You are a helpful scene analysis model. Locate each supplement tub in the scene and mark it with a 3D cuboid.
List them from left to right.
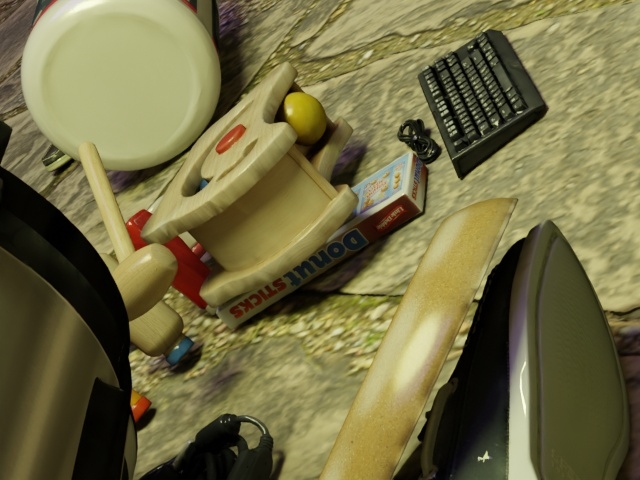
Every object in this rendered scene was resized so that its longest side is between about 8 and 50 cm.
[{"bbox_3d":[-0.197,-0.203,1.728,0.191,0.191,0.272,-37,22,13],"label":"supplement tub"}]

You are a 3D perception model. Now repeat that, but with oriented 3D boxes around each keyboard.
[{"bbox_3d":[0.102,-0.100,1.264,0.108,0.023,0.180,-38,21,12],"label":"keyboard"}]

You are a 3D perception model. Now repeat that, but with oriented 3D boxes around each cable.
[{"bbox_3d":[-0.107,0.187,1.051,0.150,0.047,0.184,-23,29,40],"label":"cable"}]

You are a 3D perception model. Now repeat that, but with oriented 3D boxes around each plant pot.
[{"bbox_3d":[0.036,0.080,0.856,0.236,0.032,0.236,25,-90,-86],"label":"plant pot"}]

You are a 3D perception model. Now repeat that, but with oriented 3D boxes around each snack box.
[{"bbox_3d":[0.000,0.000,1.250,0.178,0.022,0.064,-32,22,24],"label":"snack box"}]

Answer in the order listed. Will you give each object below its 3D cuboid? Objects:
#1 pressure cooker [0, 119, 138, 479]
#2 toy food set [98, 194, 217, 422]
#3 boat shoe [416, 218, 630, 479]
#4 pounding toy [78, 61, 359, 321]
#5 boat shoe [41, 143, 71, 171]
[{"bbox_3d":[-0.299,0.119,0.966,0.370,0.375,0.420,-8,45,21],"label":"pressure cooker"},{"bbox_3d":[-0.130,0.047,1.330,0.111,0.104,0.232,-49,1,20],"label":"toy food set"},{"bbox_3d":[0.085,0.105,0.794,0.091,0.114,0.302,-25,27,25],"label":"boat shoe"},{"bbox_3d":[-0.068,-0.058,1.227,0.154,0.155,0.269,-35,18,31],"label":"pounding toy"},{"bbox_3d":[-0.277,-0.141,1.938,0.056,0.049,0.152,-18,32,45],"label":"boat shoe"}]
